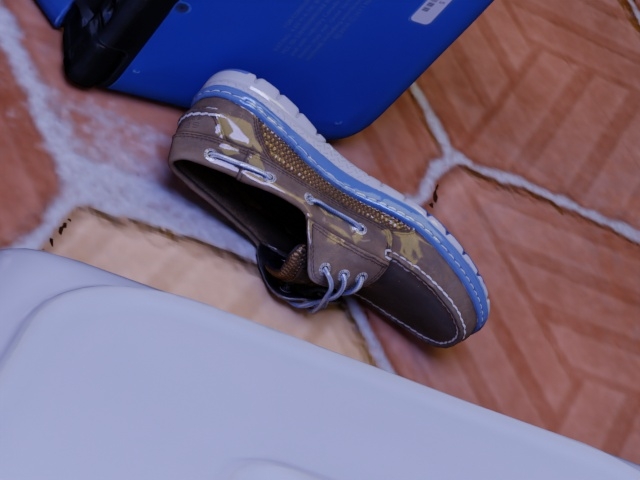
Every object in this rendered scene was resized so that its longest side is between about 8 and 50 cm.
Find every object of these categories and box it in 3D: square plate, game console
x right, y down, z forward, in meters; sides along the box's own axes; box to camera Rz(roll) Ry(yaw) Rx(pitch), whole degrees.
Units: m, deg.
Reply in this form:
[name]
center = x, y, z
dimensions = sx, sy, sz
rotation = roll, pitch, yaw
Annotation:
[square plate]
center = 0.005, 0.124, 0.513
dimensions = 0.344, 0.049, 0.347
rotation = 20, 27, -2
[game console]
center = -0.023, -0.211, 0.768
dimensions = 0.250, 0.293, 0.173
rotation = 12, 52, -33

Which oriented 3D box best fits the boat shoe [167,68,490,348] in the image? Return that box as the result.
[boat shoe]
center = 0.000, 0.000, 0.800
dimensions = 0.183, 0.066, 0.066
rotation = 39, 56, -6
